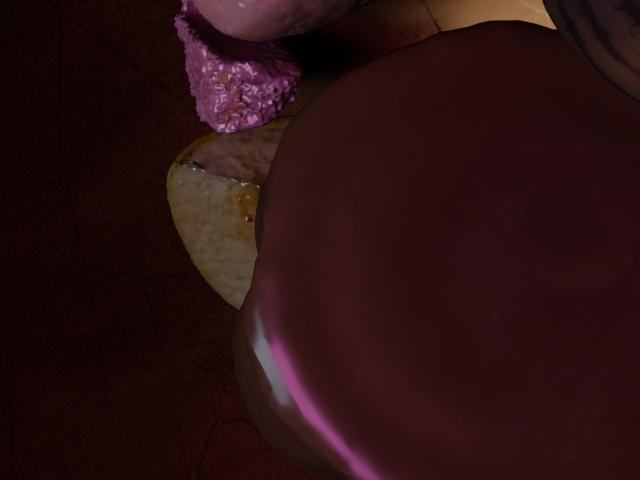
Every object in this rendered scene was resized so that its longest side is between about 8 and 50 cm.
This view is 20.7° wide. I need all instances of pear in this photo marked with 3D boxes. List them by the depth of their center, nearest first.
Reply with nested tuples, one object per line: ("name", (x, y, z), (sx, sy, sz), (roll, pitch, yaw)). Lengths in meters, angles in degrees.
("pear", (-0.002, -0.003, 1.805), (0.288, 0.139, 0.239), (15, 133, 11))

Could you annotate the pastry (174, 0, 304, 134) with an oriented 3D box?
("pastry", (-0.089, -0.181, 1.778), (0.265, 0.103, 0.112), (-110, 26, -57))

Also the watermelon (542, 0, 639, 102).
("watermelon", (0.323, -0.222, 1.358), (0.279, 0.359, 0.279), (-25, 53, 37))

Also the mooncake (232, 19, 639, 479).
("mooncake", (0.148, 0.056, 1.523), (0.467, 0.262, 0.467), (0, 80, -2))

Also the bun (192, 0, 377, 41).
("bun", (0.003, -0.292, 1.665), (0.273, 0.273, 0.168), (-22, 116, 37))
